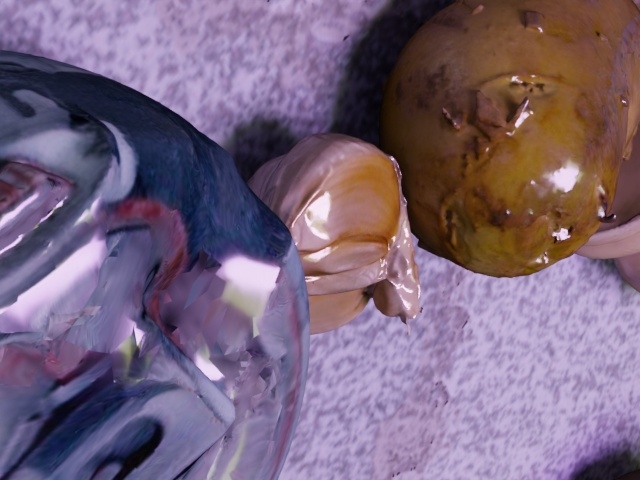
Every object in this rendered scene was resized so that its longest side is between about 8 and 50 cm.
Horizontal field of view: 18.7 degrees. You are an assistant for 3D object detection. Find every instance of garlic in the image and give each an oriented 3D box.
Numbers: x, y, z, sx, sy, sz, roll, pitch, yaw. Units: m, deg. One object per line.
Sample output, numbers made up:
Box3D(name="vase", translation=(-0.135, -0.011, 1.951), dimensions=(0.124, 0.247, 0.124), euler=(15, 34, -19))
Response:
Box3D(name="garlic", translation=(-0.005, -0.001, 0.911), dimensions=(0.094, 0.074, 0.113), euler=(-10, 124, -31))

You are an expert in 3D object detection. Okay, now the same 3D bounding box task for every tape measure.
Box3D(name="tape measure", translation=(-0.127, 0.067, 0.745), dimensions=(0.275, 0.147, 0.256), euler=(-55, 143, -10))

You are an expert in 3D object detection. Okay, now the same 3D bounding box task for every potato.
Box3D(name="potato", translation=(0.096, -0.060, 0.962), dimensions=(0.176, 0.137, 0.137), euler=(-54, 148, -51))

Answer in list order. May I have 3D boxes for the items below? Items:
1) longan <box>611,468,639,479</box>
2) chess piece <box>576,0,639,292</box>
Box3D(name="longan", translation=(0.236, 0.264, 1.256), dimensions=(0.246, 0.215, 0.246), euler=(3, 82, -20))
Box3D(name="chess piece", translation=(0.223, -0.015, 1.160), dimensions=(0.307, 0.124, 0.139), euler=(39, 49, -56))
